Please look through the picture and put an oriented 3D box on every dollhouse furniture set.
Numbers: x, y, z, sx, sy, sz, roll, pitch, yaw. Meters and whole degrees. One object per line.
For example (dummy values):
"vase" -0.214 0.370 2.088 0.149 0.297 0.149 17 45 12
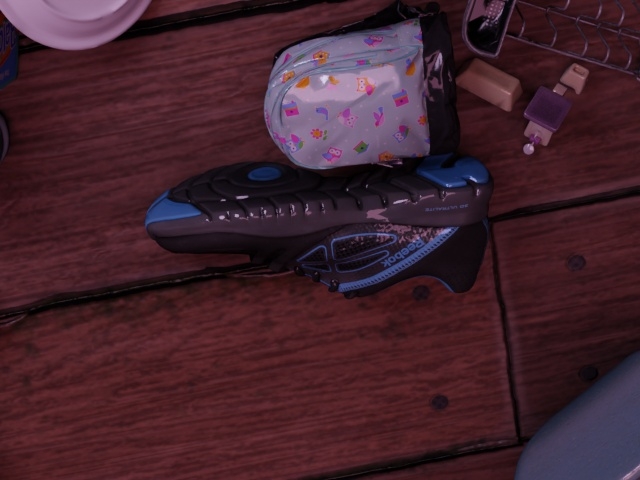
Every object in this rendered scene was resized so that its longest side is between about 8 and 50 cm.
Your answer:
"dollhouse furniture set" 0.192 -0.143 1.253 0.114 0.091 0.081 29 150 9

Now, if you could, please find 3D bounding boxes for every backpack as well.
"backpack" 0.037 -0.138 1.189 0.182 0.115 0.152 -7 114 2

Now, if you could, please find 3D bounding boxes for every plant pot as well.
"plant pot" 0.345 0.252 1.284 0.248 0.252 0.247 -41 109 11

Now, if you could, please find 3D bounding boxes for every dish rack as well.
"dish rack" 0.281 -0.250 1.182 0.271 0.074 0.208 15 110 -9

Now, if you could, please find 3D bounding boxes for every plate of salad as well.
"plate of salad" -0.219 -0.270 1.119 0.200 0.048 0.200 -20 119 -40

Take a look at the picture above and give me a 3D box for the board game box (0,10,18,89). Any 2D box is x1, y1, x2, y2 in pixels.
"board game box" -0.309 -0.229 1.106 0.047 0.160 0.210 7 111 2

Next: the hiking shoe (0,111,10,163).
"hiking shoe" -0.420 -0.153 1.144 0.304 0.132 0.113 34 105 -15

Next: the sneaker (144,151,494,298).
"sneaker" 0.000 0.000 1.236 0.341 0.125 0.139 -2 118 0
